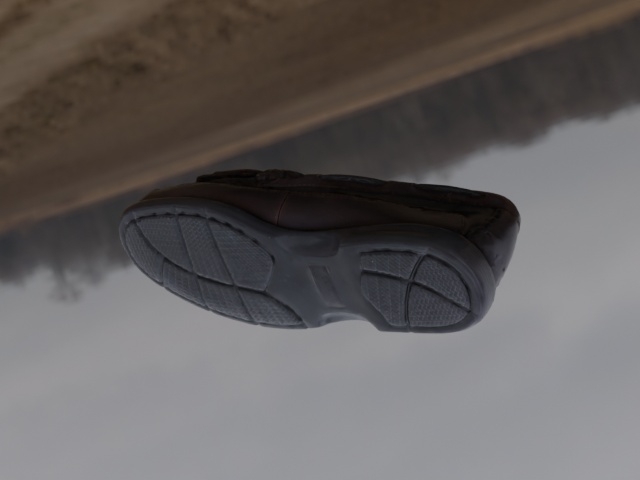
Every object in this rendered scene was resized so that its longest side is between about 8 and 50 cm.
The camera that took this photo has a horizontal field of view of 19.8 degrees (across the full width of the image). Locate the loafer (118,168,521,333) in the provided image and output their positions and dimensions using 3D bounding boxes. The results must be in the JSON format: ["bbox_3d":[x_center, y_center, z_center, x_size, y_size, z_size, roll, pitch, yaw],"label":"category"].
[{"bbox_3d":[0.000,0.000,1.289,0.302,0.109,0.095,7,-139,33],"label":"loafer"}]
